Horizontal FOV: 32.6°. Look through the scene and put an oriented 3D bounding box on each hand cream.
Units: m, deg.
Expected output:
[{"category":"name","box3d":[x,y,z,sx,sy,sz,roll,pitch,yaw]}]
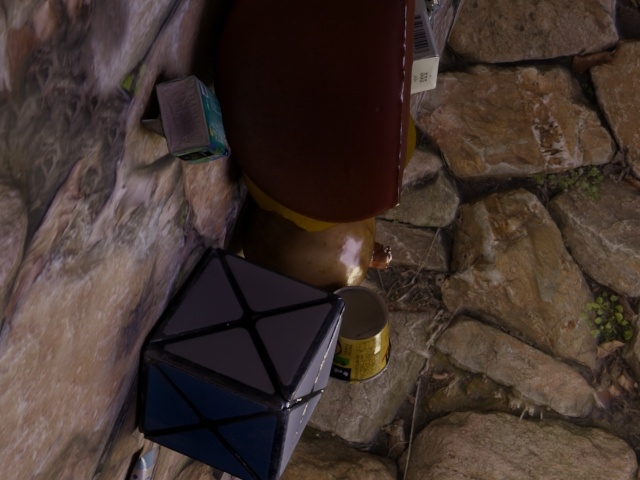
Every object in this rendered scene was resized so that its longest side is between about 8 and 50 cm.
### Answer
[{"category":"hand cream","box3d":[-0.322,0.445,1.897,0.065,0.043,0.171,-20,130,-79]}]

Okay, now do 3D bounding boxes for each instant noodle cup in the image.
[{"category":"instant noodle cup","box3d":[0.055,0.157,1.909,0.122,0.151,0.151,91,22,-52]}]

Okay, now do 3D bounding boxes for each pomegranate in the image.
[{"category":"pomegranate","box3d":[0.000,0.000,1.989,0.252,0.270,0.229,-70,-178,-59]}]

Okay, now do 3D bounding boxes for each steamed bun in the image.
[{"category":"steamed bun","box3d":[-0.007,-0.223,1.412,0.235,0.248,0.379,-74,166,-57]}]

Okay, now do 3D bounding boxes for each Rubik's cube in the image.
[{"category":"Rubik's cube","box3d":[-0.126,0.205,1.783,0.260,0.259,0.255,105,10,-47]}]

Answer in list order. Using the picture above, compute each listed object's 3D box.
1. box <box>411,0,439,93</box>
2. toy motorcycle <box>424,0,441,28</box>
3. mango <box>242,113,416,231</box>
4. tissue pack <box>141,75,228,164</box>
[{"category":"box","box3d":[0.174,-0.442,2.191,0.168,0.071,0.259,77,1,-76]},{"category":"toy motorcycle","box3d":[0.221,-0.534,2.654,0.229,0.094,0.130,-52,163,-16]},{"category":"mango","box3d":[0.030,-0.147,1.812,0.365,0.182,0.253,-12,120,-43]},{"category":"tissue pack","box3d":[-0.161,-0.138,1.299,0.111,0.079,0.085,21,56,-83]}]
